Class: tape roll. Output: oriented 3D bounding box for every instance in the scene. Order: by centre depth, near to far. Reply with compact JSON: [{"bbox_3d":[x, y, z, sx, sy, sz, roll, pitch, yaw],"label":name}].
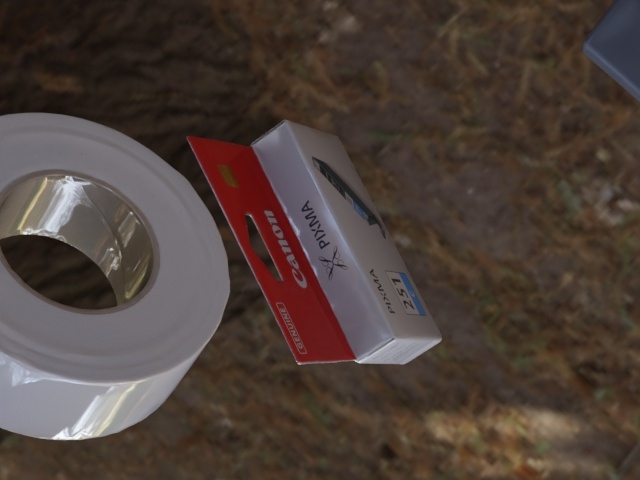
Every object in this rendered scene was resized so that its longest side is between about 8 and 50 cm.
[{"bbox_3d":[-0.227,0.026,1.231,0.286,0.286,0.100,43,135,6],"label":"tape roll"}]

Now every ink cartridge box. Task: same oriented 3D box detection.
[{"bbox_3d":[0.000,0.000,1.627,0.066,0.261,0.296,-34,71,22],"label":"ink cartridge box"}]

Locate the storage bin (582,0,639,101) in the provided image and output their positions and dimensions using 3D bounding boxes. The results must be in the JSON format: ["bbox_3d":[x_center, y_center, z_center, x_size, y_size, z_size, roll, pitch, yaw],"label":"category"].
[{"bbox_3d":[0.337,-0.198,1.459,0.135,0.091,0.098,42,-176,9],"label":"storage bin"}]
